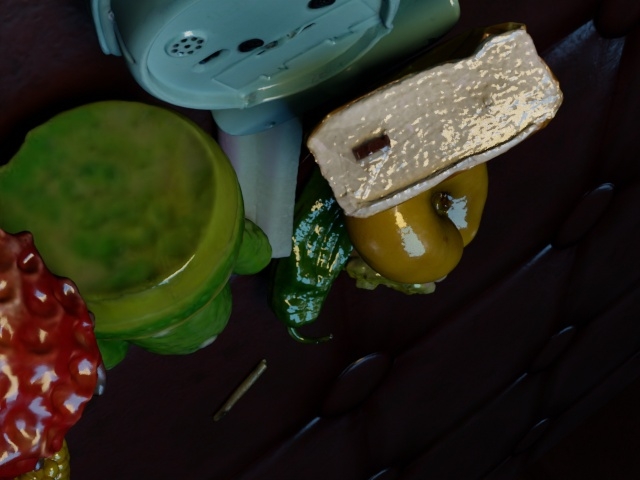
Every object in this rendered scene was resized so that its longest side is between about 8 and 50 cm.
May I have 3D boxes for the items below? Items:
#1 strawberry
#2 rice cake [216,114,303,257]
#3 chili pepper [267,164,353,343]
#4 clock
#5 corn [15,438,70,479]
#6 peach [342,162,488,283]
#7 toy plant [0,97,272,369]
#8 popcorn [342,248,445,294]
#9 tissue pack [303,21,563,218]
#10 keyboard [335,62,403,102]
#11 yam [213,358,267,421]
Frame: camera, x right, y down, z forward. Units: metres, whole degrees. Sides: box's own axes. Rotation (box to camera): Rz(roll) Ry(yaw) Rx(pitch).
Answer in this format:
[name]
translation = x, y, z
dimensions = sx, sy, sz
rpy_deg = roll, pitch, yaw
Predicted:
[strawberry]
translation = -0.269, 0.065, 0.555
dimensions = 0.150, 0.253, 0.280
rpy_deg = -74, -179, -52
[rice cake]
translation = -0.060, -0.062, 0.845
dimensions = 0.080, 0.042, 0.222
rpy_deg = 0, 140, -5
[chili pepper]
translation = 0.001, -0.002, 0.974
dimensions = 0.100, 0.074, 0.257
rpy_deg = 9, 118, -34
[clock]
translation = -0.045, -0.168, 0.609
dimensions = 0.223, 0.094, 0.274
rpy_deg = -25, 165, 24
[corn]
translation = -0.322, 0.302, 0.962
dimensions = 0.101, 0.102, 0.313
rpy_deg = -21, 146, -33
[peach]
translation = 0.101, -0.039, 0.911
dimensions = 0.179, 0.103, 0.179
rpy_deg = -20, 119, -43
[toy plant]
translation = -0.148, 0.019, 0.773
dimensions = 0.224, 0.185, 0.316
rpy_deg = -28, 162, -12
[popcorn]
translation = 0.091, 0.001, 1.045
dimensions = 0.145, 0.126, 0.126
rpy_deg = -17, 134, 8
[tissue pack]
translation = 0.081, -0.099, 0.724
dimensions = 0.183, 0.092, 0.226
rpy_deg = -30, -173, 5
[keyboard]
translation = 0.062, -0.147, 0.905
dimensions = 0.087, 0.017, 0.250
rpy_deg = -65, 150, -5
[yam]
translation = -0.105, 0.198, 1.162
dimensions = 0.107, 0.014, 0.014
rpy_deg = -49, 149, 9
